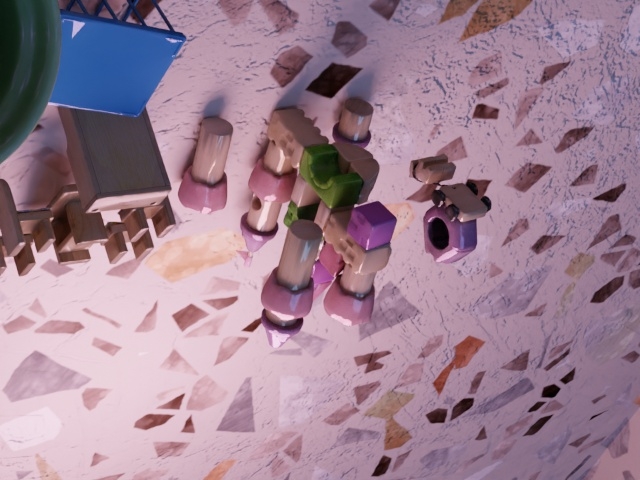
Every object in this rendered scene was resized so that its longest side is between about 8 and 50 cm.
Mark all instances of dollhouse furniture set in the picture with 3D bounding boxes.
[{"bbox_3d":[-0.291,-0.078,2.003,0.212,0.161,0.242,-8,161,-33],"label":"dollhouse furniture set"}]

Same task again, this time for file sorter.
[{"bbox_3d":[-0.263,-0.222,1.831,0.170,0.104,0.118,5,130,-44],"label":"file sorter"}]

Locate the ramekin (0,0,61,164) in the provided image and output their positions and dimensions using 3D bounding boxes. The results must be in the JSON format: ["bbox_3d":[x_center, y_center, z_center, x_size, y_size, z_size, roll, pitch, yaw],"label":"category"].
[{"bbox_3d":[-0.417,-0.200,1.590,0.303,0.148,0.303,-8,106,-30],"label":"ramekin"}]

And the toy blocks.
[{"bbox_3d":[0.000,0.000,2.173,0.309,0.288,0.260,-12,135,-32],"label":"toy blocks"}]
